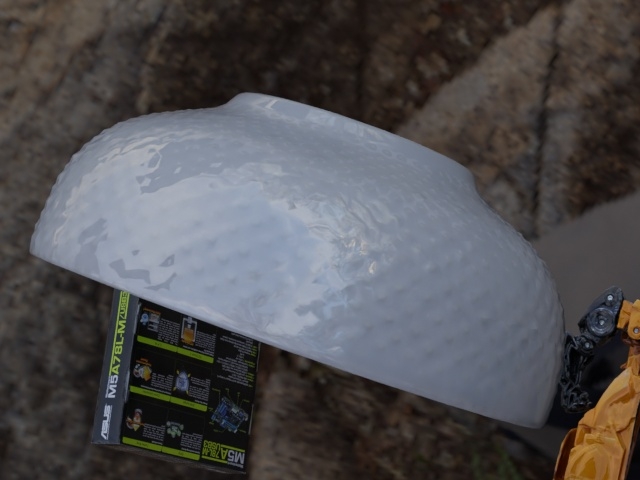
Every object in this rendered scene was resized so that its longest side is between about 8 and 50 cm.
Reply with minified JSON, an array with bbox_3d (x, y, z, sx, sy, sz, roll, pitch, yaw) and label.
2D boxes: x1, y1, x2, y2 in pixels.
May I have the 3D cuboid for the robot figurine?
[{"bbox_3d":[0.309,0.182,1.587,0.211,0.085,0.291,12,77,20],"label":"robot figurine"}]

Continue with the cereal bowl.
[{"bbox_3d":[0.000,0.000,1.078,0.339,0.339,0.141,16,86,42],"label":"cereal bowl"}]

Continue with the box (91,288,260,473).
[{"bbox_3d":[-0.138,0.130,1.723,0.045,0.190,0.184,-2,75,39],"label":"box"}]
